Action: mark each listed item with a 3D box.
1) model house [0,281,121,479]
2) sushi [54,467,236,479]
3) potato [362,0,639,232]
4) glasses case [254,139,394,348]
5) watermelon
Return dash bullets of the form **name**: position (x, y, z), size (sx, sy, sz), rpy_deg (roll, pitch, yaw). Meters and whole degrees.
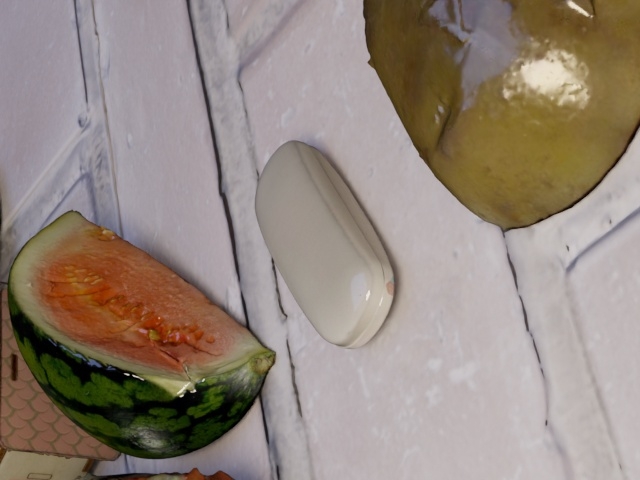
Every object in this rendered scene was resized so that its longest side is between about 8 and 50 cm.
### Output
- **model house**: position (-0.308, 0.152, 1.435), size (0.244, 0.169, 0.326), rpy_deg (-58, 37, 22)
- **sushi**: position (-0.149, 0.254, 1.217), size (0.332, 0.130, 0.124), rpy_deg (-14, 62, 47)
- **potato**: position (0.114, -0.164, 0.991), size (0.239, 0.116, 0.299), rpy_deg (-27, 59, 43)
- **glasses case**: position (0.000, 0.000, 1.142), size (0.081, 0.051, 0.204), rpy_deg (-56, 39, 26)
- **watermelon**: position (-0.197, 0.082, 1.270), size (0.303, 0.128, 0.159), rpy_deg (33, 93, 42)
